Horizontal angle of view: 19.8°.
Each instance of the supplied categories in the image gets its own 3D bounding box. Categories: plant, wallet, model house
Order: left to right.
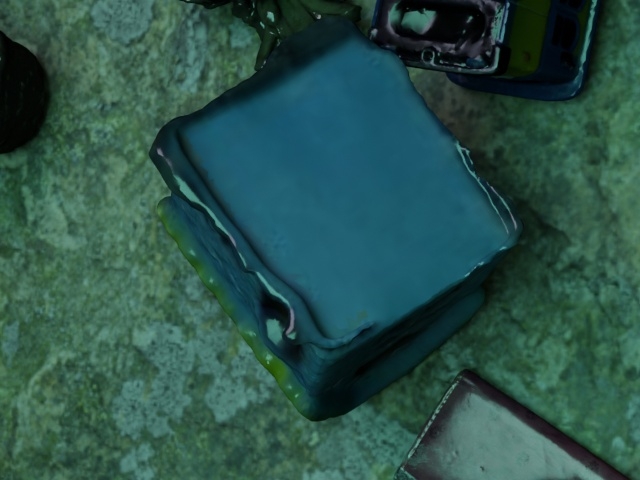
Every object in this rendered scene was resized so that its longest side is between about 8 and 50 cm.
[{"bbox_3d":[-0.348,-0.146,1.720,0.129,0.194,0.132,8,91,21],"label":"plant"},{"bbox_3d":[0.000,0.000,1.512,0.215,0.303,0.237,-33,76,-15],"label":"model house"},{"bbox_3d":[0.182,0.217,1.538,0.232,0.025,0.119,34,99,22],"label":"wallet"}]

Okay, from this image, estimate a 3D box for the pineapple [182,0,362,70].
[{"bbox_3d":[-0.087,-0.285,1.646,0.170,0.141,0.310,-39,78,-8],"label":"pineapple"}]

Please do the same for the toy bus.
[{"bbox_3d":[0.149,-0.269,1.500,0.138,0.175,0.287,12,92,34],"label":"toy bus"}]
